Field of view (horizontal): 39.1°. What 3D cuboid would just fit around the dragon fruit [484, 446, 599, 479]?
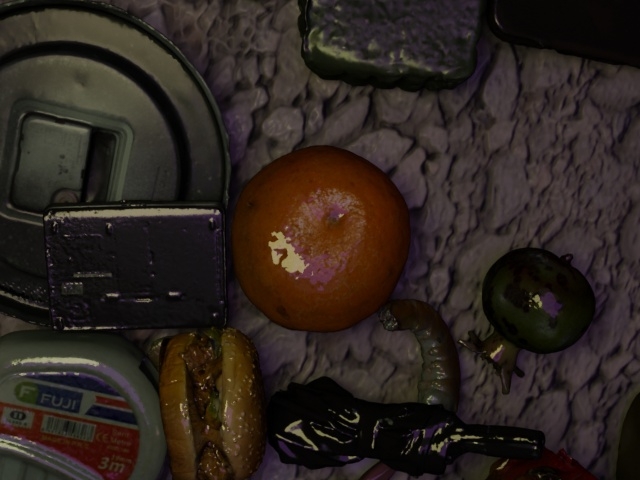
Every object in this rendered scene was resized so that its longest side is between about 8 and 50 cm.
[{"bbox_3d":[0.246,0.406,1.071,0.291,0.269,0.250,-38,85,-8],"label":"dragon fruit"}]

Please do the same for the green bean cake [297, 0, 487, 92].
[{"bbox_3d":[0.086,-0.300,1.105,0.227,0.125,0.223,9,92,-4],"label":"green bean cake"}]

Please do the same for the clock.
[{"bbox_3d":[-0.294,-0.089,1.058,0.386,0.076,0.386,-1,101,-5],"label":"clock"}]

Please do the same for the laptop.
[{"bbox_3d":[-0.211,0.030,1.037,0.207,0.026,0.154,-1,103,-5],"label":"laptop"}]

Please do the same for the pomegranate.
[{"bbox_3d":[0.261,0.089,1.133,0.148,0.148,0.169,35,124,-6],"label":"pomegranate"}]

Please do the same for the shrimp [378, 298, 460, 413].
[{"bbox_3d":[0.122,0.150,1.107,0.166,0.049,0.161,37,54,-44],"label":"shrimp"}]

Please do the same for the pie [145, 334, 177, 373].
[{"bbox_3d":[-0.187,0.161,1.133,0.084,0.020,0.084,0,93,-5],"label":"pie"}]

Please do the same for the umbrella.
[{"bbox_3d":[0.092,0.227,1.068,0.340,0.118,0.118,-1,91,22],"label":"umbrella"}]

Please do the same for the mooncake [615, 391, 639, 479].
[{"bbox_3d":[0.581,0.317,1.130,0.378,0.201,0.378,0,91,-5],"label":"mooncake"}]

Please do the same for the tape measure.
[{"bbox_3d":[-0.292,0.228,1.071,0.243,0.125,0.246,14,93,-10],"label":"tape measure"}]

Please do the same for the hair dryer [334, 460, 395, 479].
[{"bbox_3d":[0.077,0.315,1.153,0.106,0.054,0.154,39,83,-10],"label":"hair dryer"}]

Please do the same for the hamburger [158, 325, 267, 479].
[{"bbox_3d":[-0.120,0.199,1.037,0.118,0.182,0.191,-5,57,4],"label":"hamburger"}]

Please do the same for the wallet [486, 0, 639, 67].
[{"bbox_3d":[0.350,-0.311,1.146,0.309,0.042,0.165,6,91,-20],"label":"wallet"}]

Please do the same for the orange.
[{"bbox_3d":[0.000,0.000,1.077,0.224,0.170,0.224,1,81,-8],"label":"orange"}]
